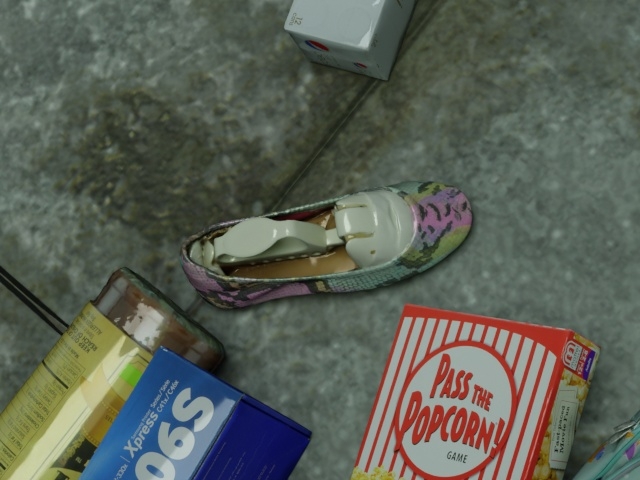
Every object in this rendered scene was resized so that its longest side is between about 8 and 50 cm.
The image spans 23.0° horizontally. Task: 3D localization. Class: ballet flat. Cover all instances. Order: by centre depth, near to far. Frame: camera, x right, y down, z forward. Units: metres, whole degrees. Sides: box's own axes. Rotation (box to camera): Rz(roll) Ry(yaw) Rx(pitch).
[{"bbox_3d":[0.000,0.000,1.156,0.221,0.079,0.077,-12,70,13],"label":"ballet flat"}]

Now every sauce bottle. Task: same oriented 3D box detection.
[{"bbox_3d":[-0.210,0.184,1.151,0.111,0.111,0.344,36,88,23],"label":"sauce bottle"}]

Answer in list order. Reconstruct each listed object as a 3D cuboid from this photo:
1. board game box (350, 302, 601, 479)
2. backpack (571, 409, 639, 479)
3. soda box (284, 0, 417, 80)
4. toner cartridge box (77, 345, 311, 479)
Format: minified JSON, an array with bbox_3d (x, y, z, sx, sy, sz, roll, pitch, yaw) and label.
[{"bbox_3d":[0.096,0.148,1.073,0.146,0.045,0.194,6,74,44],"label":"board game box"},{"bbox_3d":[0.248,0.170,0.973,0.166,0.144,0.188,45,103,13],"label":"backpack"},{"bbox_3d":[0.049,-0.240,1.219,0.073,0.069,0.216,17,80,20],"label":"soda box"},{"bbox_3d":[-0.144,0.252,1.079,0.075,0.165,0.348,29,83,23],"label":"toner cartridge box"}]
